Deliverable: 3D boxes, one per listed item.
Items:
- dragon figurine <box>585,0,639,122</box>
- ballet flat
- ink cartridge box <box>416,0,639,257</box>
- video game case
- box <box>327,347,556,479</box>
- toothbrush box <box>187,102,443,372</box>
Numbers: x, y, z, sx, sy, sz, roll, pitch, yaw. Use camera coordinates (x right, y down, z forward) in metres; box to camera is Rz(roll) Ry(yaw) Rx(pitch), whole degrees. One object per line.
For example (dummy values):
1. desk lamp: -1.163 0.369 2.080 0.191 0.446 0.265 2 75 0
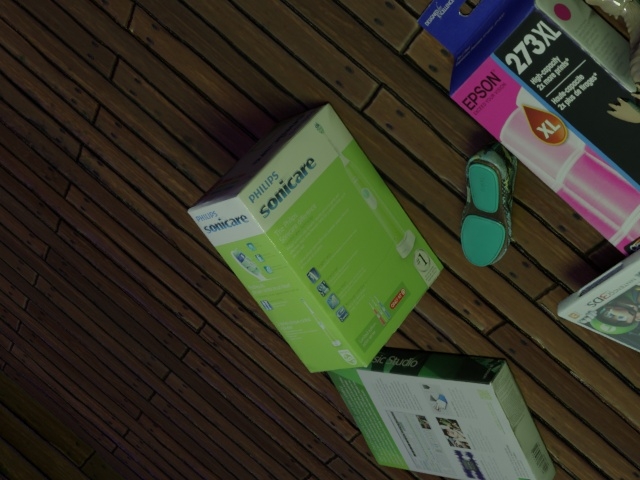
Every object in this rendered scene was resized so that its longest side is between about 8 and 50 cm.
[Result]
1. dragon figurine: 0.363 -0.150 1.024 0.289 0.144 0.085 33 160 -3
2. ballet flat: 0.207 -0.046 1.318 0.070 0.070 0.188 26 146 21
3. ink cartridge box: 0.266 -0.146 1.161 0.371 0.069 0.176 44 145 0
4. video game case: 0.398 0.083 1.255 0.190 0.022 0.173 24 147 -13
5. box: 0.179 0.270 1.689 0.322 0.058 0.232 0 128 41
6. toothbrush box: 0.000 0.000 1.436 0.122 0.206 0.283 -13 120 50
